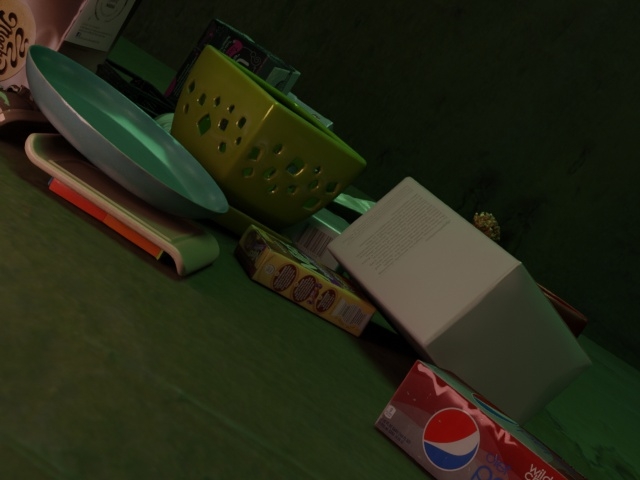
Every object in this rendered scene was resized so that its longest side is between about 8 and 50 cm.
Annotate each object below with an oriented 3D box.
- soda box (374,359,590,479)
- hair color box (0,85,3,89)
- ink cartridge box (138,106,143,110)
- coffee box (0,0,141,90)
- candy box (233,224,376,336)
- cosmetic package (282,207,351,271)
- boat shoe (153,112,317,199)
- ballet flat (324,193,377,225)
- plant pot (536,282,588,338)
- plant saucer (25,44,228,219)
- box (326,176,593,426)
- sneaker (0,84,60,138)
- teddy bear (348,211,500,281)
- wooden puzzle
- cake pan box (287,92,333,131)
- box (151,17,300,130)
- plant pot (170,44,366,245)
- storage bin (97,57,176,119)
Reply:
[{"bbox_3d":[0.185,0.235,1.318,0.263,0.092,0.083,38,8,34],"label":"soda box"},{"bbox_3d":[-0.477,-0.214,1.607,0.141,0.043,0.072,34,6,-3],"label":"hair color box"},{"bbox_3d":[-0.437,-0.259,1.983,0.296,0.066,0.261,33,6,2],"label":"ink cartridge box"},{"bbox_3d":[-0.366,-0.314,1.737,0.168,0.297,0.119,36,8,20],"label":"coffee box"},{"bbox_3d":[-0.022,0.055,1.767,0.187,0.053,0.109,28,9,-25],"label":"candy box"},{"bbox_3d":[0.000,0.000,2.101,0.117,0.085,0.231,33,5,6],"label":"cosmetic package"},{"bbox_3d":[-0.137,-0.121,2.127,0.321,0.118,0.103,18,26,-19],"label":"boat shoe"},{"bbox_3d":[0.032,-0.020,2.291,0.400,0.139,0.139,28,8,-7],"label":"ballet flat"},{"bbox_3d":[0.329,0.150,2.164,0.191,0.174,0.191,32,8,-5],"label":"plant pot"},{"bbox_3d":[-0.249,-0.126,1.604,0.318,0.043,0.317,40,9,-8],"label":"plant saucer"},{"bbox_3d":[0.186,0.086,1.788,0.215,0.168,0.345,51,-2,-31],"label":"box"},{"bbox_3d":[-0.362,-0.166,1.611,0.071,0.066,0.188,63,15,9],"label":"sneaker"},{"bbox_3d":[0.189,0.027,2.199,0.338,0.245,0.113,-6,58,-36],"label":"teddy bear"},{"bbox_3d":[-0.237,-0.041,1.540,0.239,0.044,0.221,38,7,2],"label":"wooden puzzle"},{"bbox_3d":[-0.098,-0.197,2.482,0.267,0.070,0.245,37,-35,21],"label":"cake pan box"},{"bbox_3d":[-0.176,-0.249,2.314,0.142,0.247,0.163,37,9,20],"label":"box"},{"bbox_3d":[-0.108,-0.128,1.940,0.227,0.207,0.228,31,8,-44],"label":"plant pot"},{"bbox_3d":[-0.338,-0.242,2.224,0.122,0.084,0.180,28,10,-36],"label":"storage bin"}]
